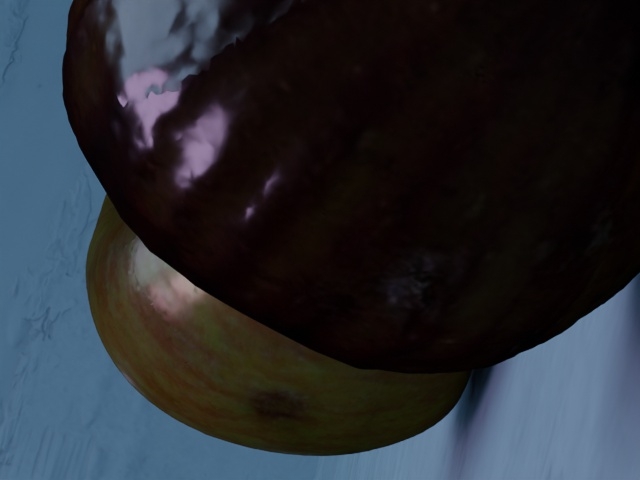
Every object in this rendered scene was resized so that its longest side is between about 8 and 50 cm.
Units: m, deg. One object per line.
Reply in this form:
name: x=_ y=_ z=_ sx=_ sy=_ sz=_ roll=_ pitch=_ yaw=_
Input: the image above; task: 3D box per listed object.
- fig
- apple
fig: x=0.060 y=-0.099 z=0.597 sx=0.321 sy=0.217 sz=0.217 roll=-47 pitch=23 yaw=48
apple: x=0.000 y=0.000 z=1.116 sx=0.264 sy=0.264 sz=0.264 roll=-166 pitch=90 yaw=-89
